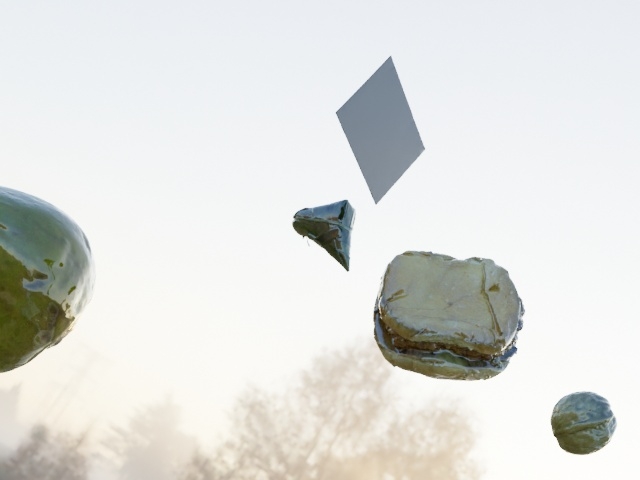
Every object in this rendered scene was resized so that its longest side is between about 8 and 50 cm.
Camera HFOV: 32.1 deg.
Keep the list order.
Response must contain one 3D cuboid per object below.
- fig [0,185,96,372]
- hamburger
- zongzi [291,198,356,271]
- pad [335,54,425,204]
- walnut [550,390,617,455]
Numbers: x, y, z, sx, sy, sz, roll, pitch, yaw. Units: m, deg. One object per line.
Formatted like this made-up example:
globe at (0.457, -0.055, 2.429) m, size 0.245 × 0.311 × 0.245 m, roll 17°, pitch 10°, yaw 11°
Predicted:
fig at (-0.569, 0.054, 1.935) m, size 0.343 × 0.343 × 0.343 m, roll 30°, pitch -17°, yaw 10°
hamburger at (0.242, 0.144, 2.110) m, size 0.283 × 0.259 × 0.144 m, roll 10°, pitch -44°, yaw 8°
zongzi at (0.000, 0.000, 1.756) m, size 0.109 × 0.119 × 0.055 m, roll -8°, pitch -26°, yaw 27°
pad at (0.091, -0.158, 1.625) m, size 0.004 × 0.127 × 0.190 m, roll 24°, pitch -28°, yaw 40°
walnut at (0.351, 0.243, 1.488) m, size 0.092 × 0.092 × 0.092 m, roll 30°, pitch -17°, yaw 10°
